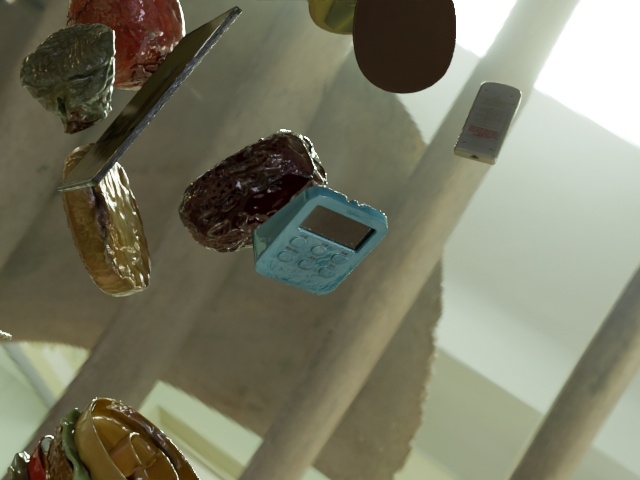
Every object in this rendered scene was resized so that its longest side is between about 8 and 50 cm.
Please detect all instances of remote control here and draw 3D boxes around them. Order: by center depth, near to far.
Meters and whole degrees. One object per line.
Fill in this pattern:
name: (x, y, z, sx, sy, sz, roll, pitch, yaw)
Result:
remote control: (0.330, -0.233, 1.943, 0.087, 0.190, 0.029, 16, -29, 16)

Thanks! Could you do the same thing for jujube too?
jujube: (-0.155, -0.114, 2.393, 0.258, 0.376, 0.258, 51, -8, 10)

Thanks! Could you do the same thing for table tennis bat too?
table tennis bat: (0.125, -0.354, 1.454, 0.154, 0.274, 0.021, 1, 5, 1)
table tennis bat: (0.029, -0.404, 1.575, 0.198, 0.320, 0.050, -55, -131, 48)

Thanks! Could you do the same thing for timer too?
timer: (0.000, 0.000, 2.180, 0.231, 0.091, 0.250, 22, -46, -33)

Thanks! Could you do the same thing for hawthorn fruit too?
hawthorn fruit: (-0.412, -0.437, 2.169, 0.308, 0.276, 0.276, 65, -27, 3)

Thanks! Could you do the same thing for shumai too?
shumai: (-0.400, -0.272, 1.692, 0.184, 0.184, 0.142, 23, -27, 32)

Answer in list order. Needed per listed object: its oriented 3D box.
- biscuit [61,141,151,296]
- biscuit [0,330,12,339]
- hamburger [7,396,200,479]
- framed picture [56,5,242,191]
biscuit: (-0.406, -0.034, 1.851, 0.296, 0.101, 0.297, -17, 90, -86)
biscuit: (-0.688, 0.187, 2.037, 0.071, 0.018, 0.147, 14, -11, 11)
hamburger: (-0.302, 0.367, 1.345, 0.274, 0.212, 0.274, 48, 4, -5)
framed picture: (-0.266, -0.208, 1.499, 0.014, 0.339, 0.255, 43, -16, -20)
